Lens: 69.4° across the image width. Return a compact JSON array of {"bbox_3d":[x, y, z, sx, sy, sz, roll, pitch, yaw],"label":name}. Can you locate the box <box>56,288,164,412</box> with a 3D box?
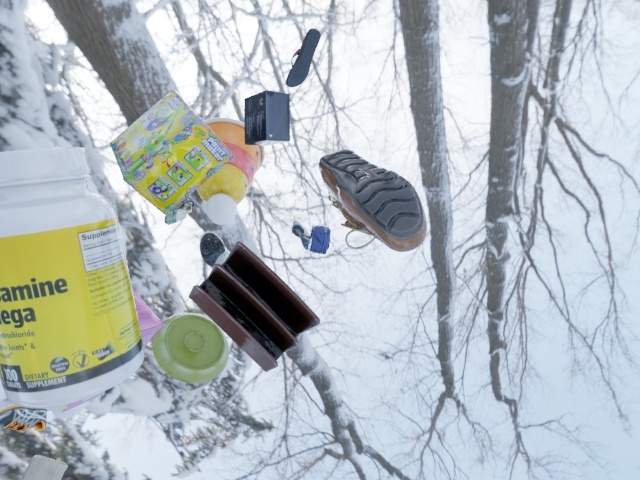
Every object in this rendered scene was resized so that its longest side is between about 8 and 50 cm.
[{"bbox_3d":[-0.480,0.163,0.914,0.243,0.117,0.213,44,-80,9],"label":"box"}]

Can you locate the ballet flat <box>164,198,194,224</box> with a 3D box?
[{"bbox_3d":[-0.532,-0.112,1.765,0.070,0.070,0.188,-8,-151,12],"label":"ballet flat"}]

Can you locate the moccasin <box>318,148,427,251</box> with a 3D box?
[{"bbox_3d":[0.098,-0.072,0.972,0.139,0.147,0.380,-23,-148,-18],"label":"moccasin"}]

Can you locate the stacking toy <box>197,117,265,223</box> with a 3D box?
[{"bbox_3d":[-0.405,-0.243,1.920,0.350,0.350,0.480,-13,-131,8],"label":"stacking toy"}]

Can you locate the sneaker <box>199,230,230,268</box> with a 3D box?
[{"bbox_3d":[-0.336,0.049,1.510,0.085,0.237,0.086,-27,-131,-7],"label":"sneaker"}]

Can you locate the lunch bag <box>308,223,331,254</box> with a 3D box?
[{"bbox_3d":[0.000,0.000,1.494,0.065,0.098,0.067,8,-163,-7],"label":"lunch bag"}]

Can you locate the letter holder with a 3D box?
[{"bbox_3d":[-0.174,0.176,1.216,0.302,0.214,0.152,45,-120,-1],"label":"letter holder"}]

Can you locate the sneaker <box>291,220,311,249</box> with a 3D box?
[{"bbox_3d":[-0.059,-0.022,1.690,0.052,0.135,0.058,-29,-146,9],"label":"sneaker"}]

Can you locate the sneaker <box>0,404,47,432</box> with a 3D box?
[{"bbox_3d":[-1.003,0.599,1.546,0.084,0.215,0.083,-31,-112,10],"label":"sneaker"}]

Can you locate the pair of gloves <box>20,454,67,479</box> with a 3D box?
[{"bbox_3d":[-0.676,0.533,0.956,0.240,0.042,0.204,19,-96,-16],"label":"pair of gloves"}]

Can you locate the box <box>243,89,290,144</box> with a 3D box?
[{"bbox_3d":[-0.178,-0.399,1.526,0.093,0.156,0.158,-4,-173,-35],"label":"box"}]

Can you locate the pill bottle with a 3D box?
[{"bbox_3d":[-0.377,0.043,0.659,0.188,0.334,0.188,-8,-170,1],"label":"pill bottle"}]

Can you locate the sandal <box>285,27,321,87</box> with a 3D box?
[{"bbox_3d":[-0.055,-0.537,1.361,0.040,0.067,0.179,40,-66,31],"label":"sandal"}]

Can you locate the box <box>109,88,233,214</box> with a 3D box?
[{"bbox_3d":[-0.472,-0.284,1.445,0.279,0.177,0.290,-41,-136,-1],"label":"box"}]

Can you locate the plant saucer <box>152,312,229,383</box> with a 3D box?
[{"bbox_3d":[-0.388,0.318,1.418,0.241,0.037,0.241,22,-139,-21],"label":"plant saucer"}]
